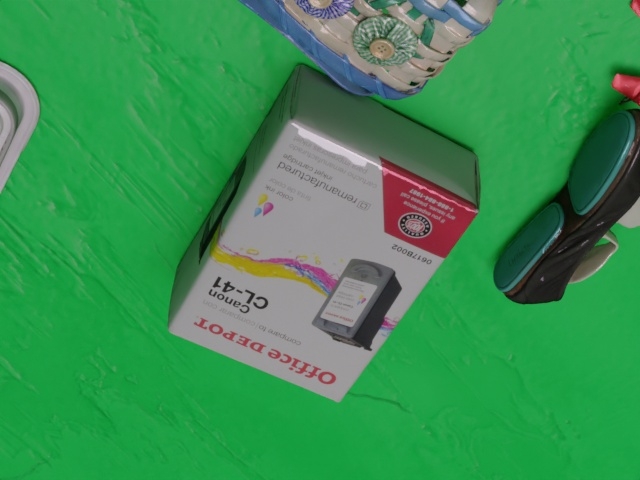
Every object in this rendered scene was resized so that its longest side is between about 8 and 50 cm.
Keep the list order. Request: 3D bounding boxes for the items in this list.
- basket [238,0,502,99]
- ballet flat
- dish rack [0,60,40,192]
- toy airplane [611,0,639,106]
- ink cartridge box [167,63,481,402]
[{"bbox_3d":[0.024,-0.252,1.231,0.255,0.201,0.289,35,157,-20],"label":"basket"},{"bbox_3d":[0.291,-0.031,1.430,0.096,0.095,0.280,16,135,-20],"label":"ballet flat"},{"bbox_3d":[-0.488,-0.088,1.442,0.286,0.072,0.333,25,123,-15],"label":"dish rack"},{"bbox_3d":[0.355,-0.185,1.350,0.151,0.028,0.151,2,123,3],"label":"toy airplane"},{"bbox_3d":[0.000,0.000,1.437,0.226,0.131,0.306,24,121,-13],"label":"ink cartridge box"}]
